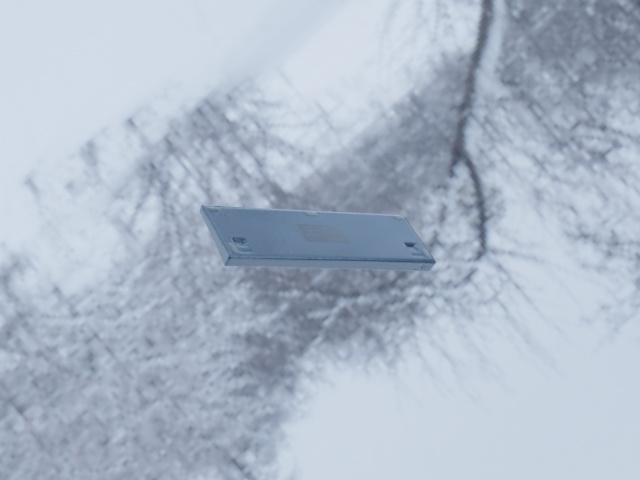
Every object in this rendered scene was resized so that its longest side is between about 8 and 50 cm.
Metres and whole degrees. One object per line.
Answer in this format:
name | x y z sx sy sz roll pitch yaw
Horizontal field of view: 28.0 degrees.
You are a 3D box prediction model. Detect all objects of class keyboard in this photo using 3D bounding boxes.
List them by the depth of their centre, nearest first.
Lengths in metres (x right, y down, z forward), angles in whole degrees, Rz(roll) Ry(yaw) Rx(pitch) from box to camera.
keyboard | 0.000 -0.001 0.909 0.176 0.055 0.014 2 133 -35
